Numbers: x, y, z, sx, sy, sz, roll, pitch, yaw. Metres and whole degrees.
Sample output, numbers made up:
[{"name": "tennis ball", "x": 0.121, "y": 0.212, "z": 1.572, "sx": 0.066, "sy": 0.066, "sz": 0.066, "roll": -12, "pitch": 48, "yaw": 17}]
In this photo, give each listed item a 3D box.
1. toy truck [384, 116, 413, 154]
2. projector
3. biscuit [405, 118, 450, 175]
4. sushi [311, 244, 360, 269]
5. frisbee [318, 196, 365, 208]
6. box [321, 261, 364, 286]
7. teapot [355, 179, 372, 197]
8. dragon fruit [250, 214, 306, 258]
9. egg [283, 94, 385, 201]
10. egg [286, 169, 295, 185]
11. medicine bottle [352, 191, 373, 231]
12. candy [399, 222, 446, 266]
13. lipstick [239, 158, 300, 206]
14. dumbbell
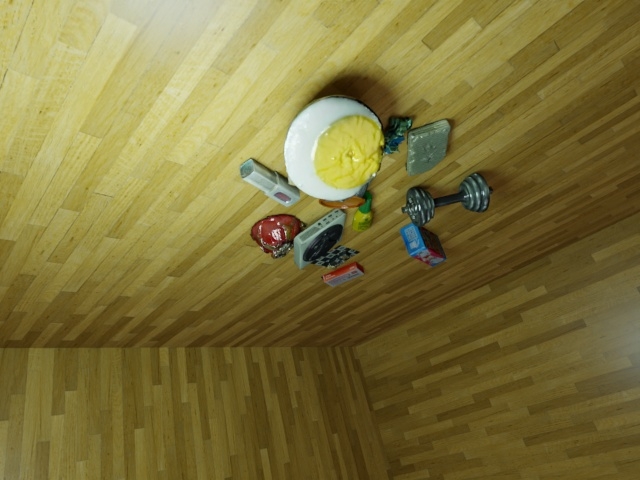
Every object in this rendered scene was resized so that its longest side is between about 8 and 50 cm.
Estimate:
[{"name": "toy truck", "x": 0.257, "y": -0.352, "z": 1.463, "sx": 0.080, "sy": 0.077, "sz": 0.154, "roll": -5, "pitch": 151, "yaw": -23}, {"name": "projector", "x": 0.000, "y": 0.000, "z": 1.898, "sx": 0.257, "sy": 0.079, "sz": 0.259, "roll": -36, "pitch": 158, "yaw": -19}, {"name": "biscuit", "x": 0.398, "y": -0.337, "z": 1.594, "sx": 0.151, "sy": 0.052, "sz": 0.252, "roll": -16, "pitch": 153, "yaw": 1}, {"name": "sushi", "x": 0.086, "y": 0.112, "z": 2.282, "sx": 0.215, "sy": 0.050, "sz": 0.192, "roll": -33, "pitch": 148, "yaw": 30}, {"name": "frisbee", "x": 0.089, "y": -0.168, "z": 1.737, "sx": 0.192, "sy": 0.035, "sz": 0.192, "roll": 1, "pitch": 169, "yaw": 0}, {"name": "box", "x": 0.131, "y": 0.200, "z": 2.473, "sx": 0.230, "sy": 0.049, "sz": 0.123, "roll": -25, "pitch": 150, "yaw": 18}, {"name": "teapot", "x": 0.150, "y": -0.230, "z": 1.657, "sx": 0.092, "sy": 0.124, "sz": 0.090, "roll": 32, "pitch": 116, "yaw": -1}, {"name": "dragon fruit", "x": -0.178, "y": 0.001, "z": 1.825, "sx": 0.219, "sy": 0.148, "sz": 0.224, "roll": -33, "pitch": 149, "yaw": 29}, {"name": "egg", "x": 0.028, "y": -0.301, "z": 1.304, "sx": 0.338, "sy": 0.201, "sz": 0.336, "roll": -8, "pitch": 126, "yaw": -11}, {"name": "egg", "x": -0.073, "y": -0.236, "z": 1.508, "sx": 0.097, "sy": 0.080, "sz": 0.080, "roll": -12, "pitch": 153, "yaw": -14}, {"name": "medicine bottle", "x": 0.193, "y": -0.123, "z": 1.875, "sx": 0.095, "sy": 0.064, "sz": 0.260, "roll": -14, "pitch": 154, "yaw": -8}, {"name": "candy", "x": 0.546, "y": 0.024, "z": 2.239, "sx": 0.100, "sy": 0.157, "sz": 0.306, "roll": -30, "pitch": 149, "yaw": 26}, {"name": "lipstick", "x": -0.177, "y": -0.205, "z": 1.515, "sx": 0.079, "sy": 0.077, "sz": 0.253, "roll": -28, "pitch": 149, "yaw": 23}, {"name": "dumbbell", "x": 0.549, "y": -0.175, "z": 1.843, "sx": 0.407, "sy": 0.178, "sz": 0.179, "roll": -13, "pitch": 153, "yaw": -4}]
